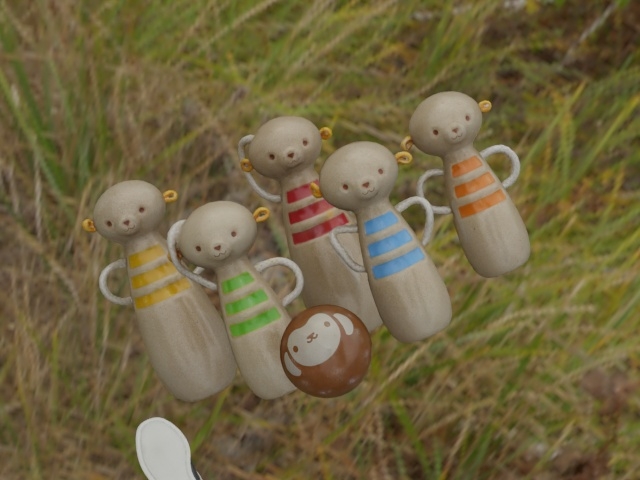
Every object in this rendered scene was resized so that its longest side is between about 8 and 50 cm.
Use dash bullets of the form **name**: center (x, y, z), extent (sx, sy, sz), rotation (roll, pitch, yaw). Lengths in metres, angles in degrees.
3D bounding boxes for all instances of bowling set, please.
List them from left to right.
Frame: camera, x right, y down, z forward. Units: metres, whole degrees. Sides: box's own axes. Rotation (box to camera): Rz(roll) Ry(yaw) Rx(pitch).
- **bowling set**: center (0.000, 0.000, 0.981), extent (0.287, 0.200, 0.154), rotation (-23, 98, -2)

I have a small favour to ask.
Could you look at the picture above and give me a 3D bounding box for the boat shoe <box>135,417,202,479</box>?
- **boat shoe**: center (-0.122, 0.208, 1.369), extent (0.046, 0.038, 0.125), rotation (-26, 57, -18)
